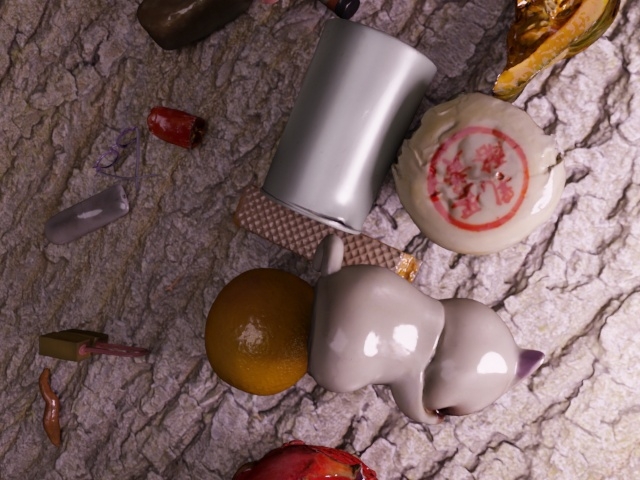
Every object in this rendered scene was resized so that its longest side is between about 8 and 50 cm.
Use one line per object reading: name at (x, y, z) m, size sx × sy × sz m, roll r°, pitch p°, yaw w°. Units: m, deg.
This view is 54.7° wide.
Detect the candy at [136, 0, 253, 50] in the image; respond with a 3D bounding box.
candy at (-0.253, -0.480, 1.254) m, size 0.234 × 0.104 × 0.102 m, roll -28°, pitch 75°, yaw 16°

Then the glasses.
glasses at (-0.410, -0.162, 1.326) m, size 0.140 × 0.062 × 0.104 m, roll -41°, pitch 78°, yaw 15°

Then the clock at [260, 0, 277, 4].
clock at (-0.027, -0.577, 1.126) m, size 0.241 × 0.142 × 0.227 m, roll -15°, pitch 62°, yaw 1°

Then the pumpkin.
pumpkin at (0.348, -0.371, 1.020) m, size 0.280 × 0.139 × 0.190 m, roll -38°, pitch 81°, yaw 12°

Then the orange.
orange at (-0.102, 0.166, 1.129) m, size 0.236 × 0.236 × 0.236 m, roll 0°, pitch 89°, yaw 19°

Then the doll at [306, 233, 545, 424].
doll at (0.131, 0.163, 0.991) m, size 0.370 × 0.215 × 0.226 m, roll 25°, pitch 85°, yaw -3°

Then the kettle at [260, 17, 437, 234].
kettle at (0.022, -0.201, 1.079) m, size 0.265 × 0.205 × 0.318 m, roll 27°, pitch 99°, yaw 28°

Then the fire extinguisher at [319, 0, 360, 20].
fire extinguisher at (-0.001, -0.496, 1.193) m, size 0.177 × 0.050 × 0.062 m, roll 43°, pitch 92°, yaw 14°

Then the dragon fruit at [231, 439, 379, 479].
dragon fruit at (-0.026, 0.501, 1.068) m, size 0.302 × 0.295 × 0.295 m, roll -16°, pitch 84°, yaw -1°

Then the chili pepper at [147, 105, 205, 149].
chili pepper at (-0.302, -0.239, 1.286) m, size 0.123 × 0.073 × 0.070 m, roll 20°, pitch 54°, yaw 16°

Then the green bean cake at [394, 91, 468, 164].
green bean cake at (0.243, -0.139, 1.084) m, size 0.185 × 0.094 × 0.183 m, roll -42°, pitch 77°, yaw 19°

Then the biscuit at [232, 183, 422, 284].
biscuit at (0.000, 0.000, 1.168) m, size 0.379 × 0.054 × 0.094 m, roll 26°, pitch 93°, yaw 22°

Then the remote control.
remote control at (-0.527, -0.055, 1.374) m, size 0.229 × 0.044 × 0.073 m, roll -22°, pitch 79°, yaw 18°

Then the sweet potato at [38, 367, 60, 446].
sweet potato at (-0.611, 0.379, 1.402) m, size 0.044 × 0.044 × 0.179 m, roll -13°, pitch 86°, yaw 19°

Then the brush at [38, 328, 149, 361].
brush at (-0.473, 0.232, 1.321) m, size 0.233 × 0.103 × 0.047 m, roll 6°, pitch 94°, yaw 18°

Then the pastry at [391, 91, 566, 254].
pastry at (0.242, -0.101, 0.966) m, size 0.265 × 0.133 × 0.264 m, roll 1°, pitch 91°, yaw 25°
